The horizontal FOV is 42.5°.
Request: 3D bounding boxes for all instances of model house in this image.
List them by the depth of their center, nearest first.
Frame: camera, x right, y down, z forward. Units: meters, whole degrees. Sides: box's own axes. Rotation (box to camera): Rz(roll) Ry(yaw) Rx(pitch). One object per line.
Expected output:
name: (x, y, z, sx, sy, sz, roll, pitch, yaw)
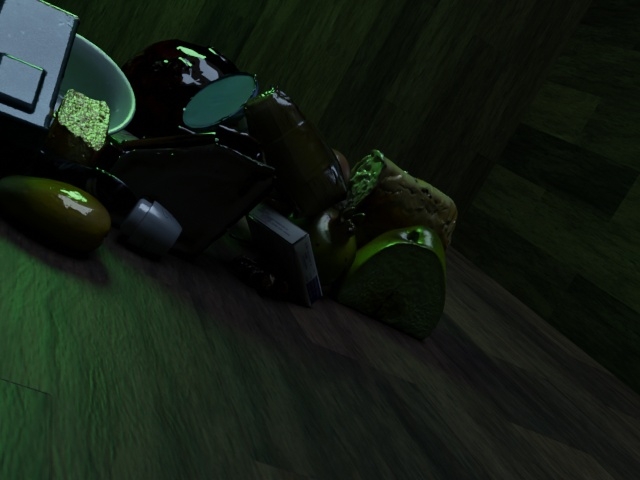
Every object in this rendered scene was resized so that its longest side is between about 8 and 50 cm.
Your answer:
model house: (-0.284, -0.147, 1.653, 0.297, 0.317, 0.282, 42, 12, -20)

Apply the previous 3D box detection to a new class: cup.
cup: (-0.576, -0.289, 1.701, 0.347, 0.163, 0.347, 26, 37, -22)

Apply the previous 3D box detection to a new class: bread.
bread: (-0.447, -0.208, 1.529, 0.103, 0.065, 0.187, 28, 33, -22)

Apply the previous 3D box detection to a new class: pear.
pear: (0.183, 0.074, 1.990, 0.292, 0.292, 0.159, 26, 19, -19)

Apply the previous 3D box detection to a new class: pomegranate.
pomegranate: (-0.007, 0.001, 1.858, 0.198, 0.198, 0.246, 29, -23, -2)

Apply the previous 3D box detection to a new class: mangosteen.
mangosteen: (-0.350, -0.332, 2.146, 0.381, 0.381, 0.421, 31, 10, 9)

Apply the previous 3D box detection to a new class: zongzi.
zongzi: (-0.051, -0.194, 1.776, 0.274, 0.145, 0.300, 60, 9, -6)

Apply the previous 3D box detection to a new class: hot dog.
hot dog: (0.164, -0.028, 2.132, 0.365, 0.367, 0.196, 27, 32, -32)

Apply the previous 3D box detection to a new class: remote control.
remote control: (-0.405, -0.086, 1.414, 0.266, 0.066, 0.090, 14, -26, 48)

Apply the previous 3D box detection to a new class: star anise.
star anise: (-0.134, 0.050, 1.690, 0.191, 0.070, 0.097, 36, 16, 26)

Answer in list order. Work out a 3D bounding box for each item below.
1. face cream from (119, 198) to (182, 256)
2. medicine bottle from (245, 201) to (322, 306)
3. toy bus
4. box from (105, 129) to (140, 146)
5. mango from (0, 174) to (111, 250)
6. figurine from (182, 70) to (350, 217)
face cream: (-0.308, -0.022, 1.497, 0.095, 0.091, 0.091, 36, 8, -14)
medicine bottle: (-0.081, 0.026, 1.719, 0.171, 0.052, 0.201, 35, -28, 36)
toy bus: (-0.531, -0.263, 1.414, 0.162, 0.194, 0.323, 21, 46, -25)
box: (-0.471, -0.197, 1.892, 0.250, 0.103, 0.180, 32, 10, 23)
mango: (-0.428, -0.049, 1.310, 0.195, 0.092, 0.130, 20, 11, -7)
figurine: (-0.134, -0.207, 1.925, 0.277, 0.248, 0.388, 3, -39, 38)
